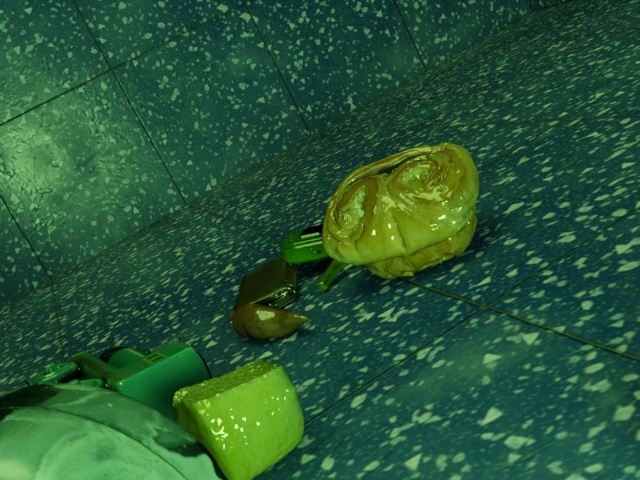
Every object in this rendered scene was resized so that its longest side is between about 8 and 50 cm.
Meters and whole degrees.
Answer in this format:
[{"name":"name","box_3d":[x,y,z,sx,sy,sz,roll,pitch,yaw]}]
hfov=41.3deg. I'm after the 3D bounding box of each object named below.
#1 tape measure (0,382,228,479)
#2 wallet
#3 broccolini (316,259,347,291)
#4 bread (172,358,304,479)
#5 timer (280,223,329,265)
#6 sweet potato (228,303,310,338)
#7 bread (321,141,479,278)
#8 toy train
[{"name":"tape measure","box_3d":[-0.165,0.233,0.533,0.256,0.275,0.147,-19,12,15]},{"name":"wallet","box_3d":[-0.087,0.076,1.418,0.110,0.031,0.198,-26,13,6]},{"name":"broccolini","box_3d":[0.109,0.000,1.314,0.271,0.062,0.123,-38,11,-14]},{"name":"bread","box_3d":[-0.081,0.185,0.860,0.114,0.111,0.129,-28,11,-19]},{"name":"timer","box_3d":[0.000,0.000,1.449,0.128,0.047,0.140,-11,11,14]},{"name":"sweet potato","box_3d":[-0.075,0.117,1.216,0.195,0.056,0.056,-3,27,49]},{"name":"bread","box_3d":[0.118,-0.045,1.212,0.236,0.120,0.198,-17,35,23]},{"name":"toy train","box_3d":[-0.276,0.206,1.147,0.194,0.120,0.298,-26,12,-25]}]
